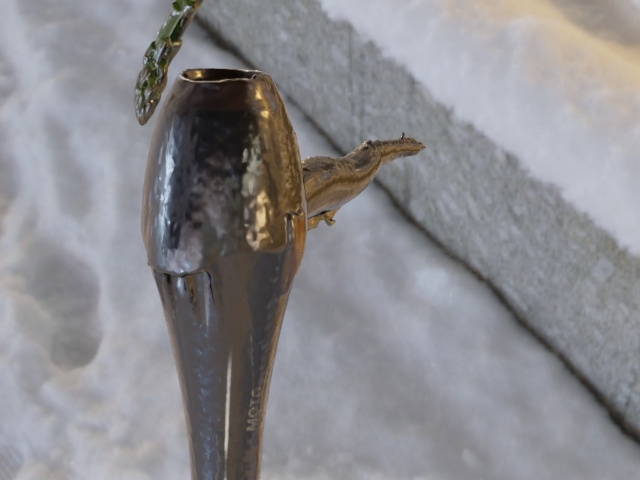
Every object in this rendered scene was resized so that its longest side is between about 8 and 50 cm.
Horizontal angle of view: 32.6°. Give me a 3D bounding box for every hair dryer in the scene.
[{"bbox_3d":[0.000,0.000,0.840,0.120,0.303,0.359,9,22,31],"label":"hair dryer"}]

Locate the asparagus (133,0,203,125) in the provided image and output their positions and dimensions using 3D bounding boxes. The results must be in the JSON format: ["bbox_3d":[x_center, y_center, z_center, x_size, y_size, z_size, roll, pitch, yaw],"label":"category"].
[{"bbox_3d":[-0.094,-0.196,0.868,0.034,0.236,0.027,30,13,-18],"label":"asparagus"}]
